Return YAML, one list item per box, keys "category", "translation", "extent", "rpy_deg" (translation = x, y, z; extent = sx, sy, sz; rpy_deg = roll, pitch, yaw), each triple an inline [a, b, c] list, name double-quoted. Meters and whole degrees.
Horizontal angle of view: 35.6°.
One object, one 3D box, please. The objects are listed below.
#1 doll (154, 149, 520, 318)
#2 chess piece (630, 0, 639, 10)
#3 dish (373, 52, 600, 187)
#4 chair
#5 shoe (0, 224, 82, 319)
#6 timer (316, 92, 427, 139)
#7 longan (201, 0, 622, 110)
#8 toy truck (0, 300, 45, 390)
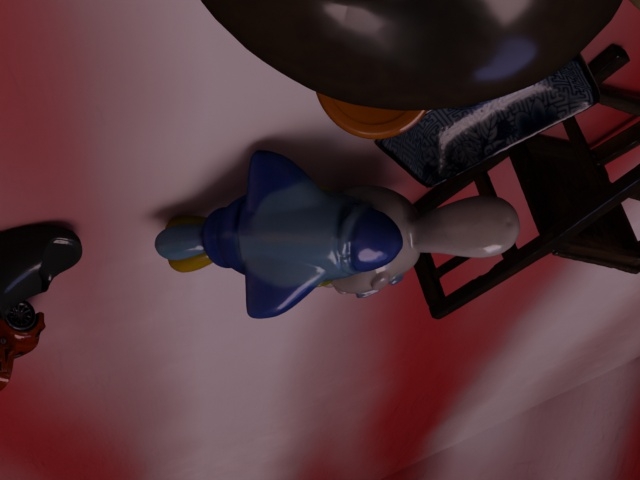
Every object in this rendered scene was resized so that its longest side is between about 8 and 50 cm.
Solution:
- category: "doll"
  translation: [0.002, 0.008, 1.261]
  extent: [0.365, 0.187, 0.376]
  rpy_deg: [3, 152, -35]
- category: "chess piece"
  translation: [0.437, -0.365, 0.907]
  extent: [0.117, 0.117, 0.397]
  rpy_deg: [-3, 149, -32]
- category: "dish"
  translation: [0.187, -0.170, 1.165]
  extent: [0.243, 0.080, 0.182]
  rpy_deg: [-28, 154, 18]
- category: "chair"
  translation: [0.349, -0.049, 1.393]
  extent: [0.240, 0.203, 0.416]
  rpy_deg: [7, 146, -40]
- category: "shoe"
  translation: [-0.404, 0.056, 1.200]
  extent: [0.241, 0.093, 0.108]
  rpy_deg: [-11, 153, -13]
- category: "timer"
  translation: [0.078, -0.178, 1.060]
  extent: [0.132, 0.132, 0.152]
  rpy_deg: [-29, 178, 22]
- category: "longan"
  translation: [0.063, -0.228, 0.743]
  extent: [0.350, 0.288, 0.288]
  rpy_deg: [-1, 152, -13]
- category: "toy truck"
  translation: [-0.483, 0.144, 1.280]
  extent: [0.252, 0.114, 0.107]
  rpy_deg: [4, 156, -41]
